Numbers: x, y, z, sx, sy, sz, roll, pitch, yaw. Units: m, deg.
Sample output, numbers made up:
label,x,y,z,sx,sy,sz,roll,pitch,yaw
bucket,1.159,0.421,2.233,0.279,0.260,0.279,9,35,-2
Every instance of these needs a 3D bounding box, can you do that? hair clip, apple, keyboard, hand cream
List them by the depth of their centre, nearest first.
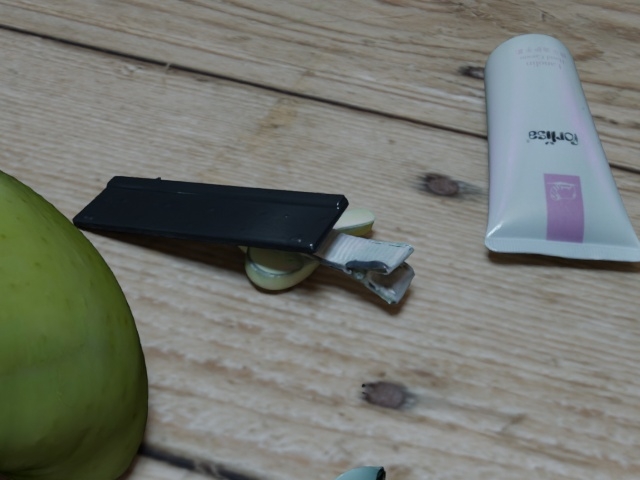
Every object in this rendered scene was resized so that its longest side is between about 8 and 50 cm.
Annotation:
label,x,y,z,sx,sy,sz,roll,pitch,yaw
apple,-0.338,0.070,0.814,0.312,0.320,0.360,-34,61,-12
hair clip,0.001,0.000,1.057,0.219,0.071,0.159,20,42,23
keyboard,-0.125,-0.033,1.058,0.310,0.018,0.101,6,39,26
hand cream,0.279,-0.116,1.202,0.186,0.118,0.358,5,47,-6

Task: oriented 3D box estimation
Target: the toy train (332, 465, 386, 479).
label,x,y,z,sx,sy,sz,roll,pitch,yaw
toy train,-0.036,0.323,0.684,0.088,0.086,0.407,10,41,13
